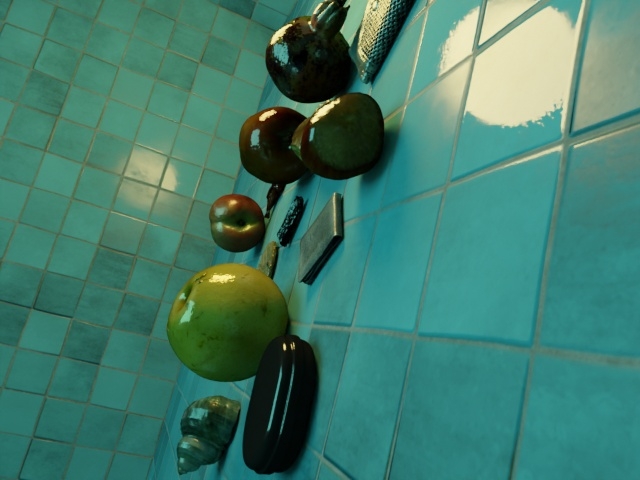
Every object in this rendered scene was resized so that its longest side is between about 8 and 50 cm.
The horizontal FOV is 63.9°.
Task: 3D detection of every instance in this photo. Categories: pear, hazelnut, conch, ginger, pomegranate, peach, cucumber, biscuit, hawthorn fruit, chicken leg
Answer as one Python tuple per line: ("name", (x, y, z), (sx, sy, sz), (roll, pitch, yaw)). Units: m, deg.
("pear", (-0.256, 0.228, 1.445), (0.348, 0.348, 0.348), (-162, 90, -73))
("hazelnut", (0.061, -0.222, 1.167), (0.186, 0.210, 0.210), (36, 109, 48))
("conch", (-0.377, 0.634, 1.678), (0.220, 0.195, 0.277), (12, 56, 45))
("ginger", (0.008, -0.322, 1.497), (0.221, 0.130, 0.275), (-58, 18, 7))
("pomegranate", (-0.013, -0.597, 1.592), (0.340, 0.285, 0.285), (127, 155, -51))
("peach", (-0.354, -0.073, 2.170), (0.252, 0.252, 0.252), (-162, 90, -73))
("cucumber", (-0.095, -0.064, 1.681), (0.181, 0.053, 0.053), (-64, 19, 18))
("biscuit", (-0.203, 0.104, 1.872), (0.220, 0.033, 0.220), (-162, 90, -74))
("hawthorn fruit", (-0.134, -0.316, 1.725), (0.267, 0.268, 0.301), (-72, 19, 1))
("chicken leg", (-0.191, -0.191, 2.105), (0.089, 0.048, 0.219), (-88, 23, -50))

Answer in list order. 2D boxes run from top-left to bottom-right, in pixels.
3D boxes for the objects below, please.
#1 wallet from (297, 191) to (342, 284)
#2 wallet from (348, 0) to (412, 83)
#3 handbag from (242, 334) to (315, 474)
("wallet", (-0.002, -0.001, 1.346), (0.167, 0.036, 0.222), (-88, 24, -43))
("wallet", (0.171, -0.620, 1.380), (0.237, 0.075, 0.342), (-99, 32, -51))
("handbag", (-0.095, 0.369, 1.170), (0.254, 0.093, 0.308), (145, 140, -65))
